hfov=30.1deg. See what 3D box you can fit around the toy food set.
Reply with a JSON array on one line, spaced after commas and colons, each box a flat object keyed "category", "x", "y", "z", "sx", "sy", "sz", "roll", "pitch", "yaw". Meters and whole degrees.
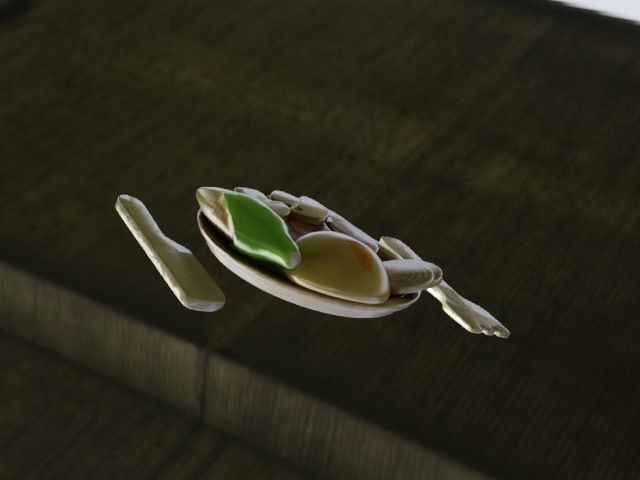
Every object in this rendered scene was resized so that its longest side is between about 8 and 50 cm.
[{"category": "toy food set", "x": 0.000, "y": 0.000, "z": 0.614, "sx": 0.192, "sy": 0.038, "sz": 0.132, "roll": 8, "pitch": -158, "yaw": -34}]
